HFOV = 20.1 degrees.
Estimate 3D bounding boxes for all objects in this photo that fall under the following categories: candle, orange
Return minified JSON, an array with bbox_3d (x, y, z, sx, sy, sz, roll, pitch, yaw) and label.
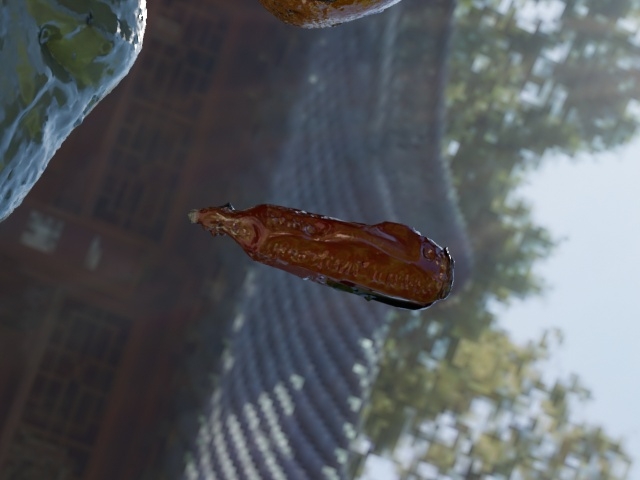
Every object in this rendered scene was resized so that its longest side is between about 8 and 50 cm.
[{"bbox_3d":[0.000,0.000,1.074,0.048,0.162,0.053,-95,-155,-52],"label":"candle"},{"bbox_3d":[0.007,-0.215,1.325,0.135,0.118,0.135,-23,-169,5],"label":"orange"}]

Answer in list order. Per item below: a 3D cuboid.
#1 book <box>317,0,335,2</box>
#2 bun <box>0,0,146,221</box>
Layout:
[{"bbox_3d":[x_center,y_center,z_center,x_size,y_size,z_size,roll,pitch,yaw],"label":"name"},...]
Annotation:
[{"bbox_3d":[-0.043,-0.204,1.118,0.231,0.157,0.026,50,47,-68],"label":"book"},{"bbox_3d":[-0.282,-0.172,1.161,0.194,0.354,0.355,-5,-116,69],"label":"bun"}]
